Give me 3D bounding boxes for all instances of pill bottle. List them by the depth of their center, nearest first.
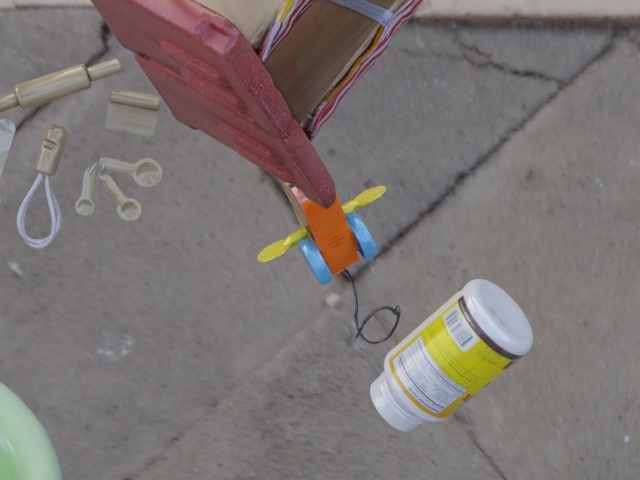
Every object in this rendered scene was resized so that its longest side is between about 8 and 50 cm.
[{"bbox_3d":[0.165,0.156,1.553,0.215,0.117,0.117,-44,69,26],"label":"pill bottle"}]

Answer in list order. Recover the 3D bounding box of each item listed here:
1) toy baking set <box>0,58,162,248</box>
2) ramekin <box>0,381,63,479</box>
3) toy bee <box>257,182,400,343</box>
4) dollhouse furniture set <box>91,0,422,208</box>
[{"bbox_3d":[-0.300,-0.096,1.380,0.256,0.030,0.197,-15,105,-6],"label":"toy baking set"},{"bbox_3d":[-0.231,0.160,0.387,0.303,0.303,0.148,7,114,15],"label":"ramekin"},{"bbox_3d":[0.000,0.000,1.700,0.195,0.298,0.162,-13,37,-19],"label":"toy bee"},{"bbox_3d":[-0.093,-0.211,0.657,0.374,0.152,0.201,34,79,28],"label":"dollhouse furniture set"}]
